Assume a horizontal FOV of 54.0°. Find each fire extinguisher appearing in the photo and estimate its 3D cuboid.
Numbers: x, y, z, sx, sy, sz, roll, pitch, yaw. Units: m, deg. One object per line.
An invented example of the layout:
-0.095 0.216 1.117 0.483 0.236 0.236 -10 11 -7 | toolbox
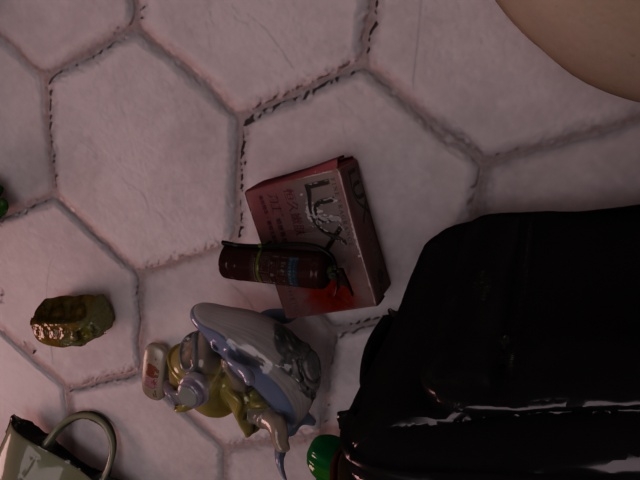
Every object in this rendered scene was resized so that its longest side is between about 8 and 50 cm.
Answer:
-0.033 0.024 0.609 0.132 0.039 0.056 4 120 22 | fire extinguisher

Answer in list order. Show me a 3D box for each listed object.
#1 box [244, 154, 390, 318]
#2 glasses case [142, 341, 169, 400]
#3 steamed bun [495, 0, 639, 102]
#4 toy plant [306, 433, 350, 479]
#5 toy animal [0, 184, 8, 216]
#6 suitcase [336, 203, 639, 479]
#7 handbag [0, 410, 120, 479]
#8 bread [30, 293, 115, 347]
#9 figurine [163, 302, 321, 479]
0.000 0.000 0.641 0.111 0.060 0.156 -13 105 24 | box
-0.212 0.169 0.807 0.032 0.021 0.083 17 114 14 | glasses case
0.233 -0.226 0.346 0.324 0.206 0.324 19 129 26 | steamed bun
0.038 0.286 0.709 0.200 0.105 0.143 -27 87 40 | toy plant
-0.487 -0.095 0.777 0.103 0.100 0.208 -39 108 -9 | toy animal
0.191 0.103 0.441 0.339 0.345 0.188 -6 112 23 | suitcase
-0.383 0.383 0.918 0.241 0.109 0.315 28 91 7 | handbag
-0.324 0.104 0.808 0.110 0.060 0.066 -5 92 23 | bread
-0.080 0.157 0.695 0.183 0.128 0.209 -22 104 29 | figurine
